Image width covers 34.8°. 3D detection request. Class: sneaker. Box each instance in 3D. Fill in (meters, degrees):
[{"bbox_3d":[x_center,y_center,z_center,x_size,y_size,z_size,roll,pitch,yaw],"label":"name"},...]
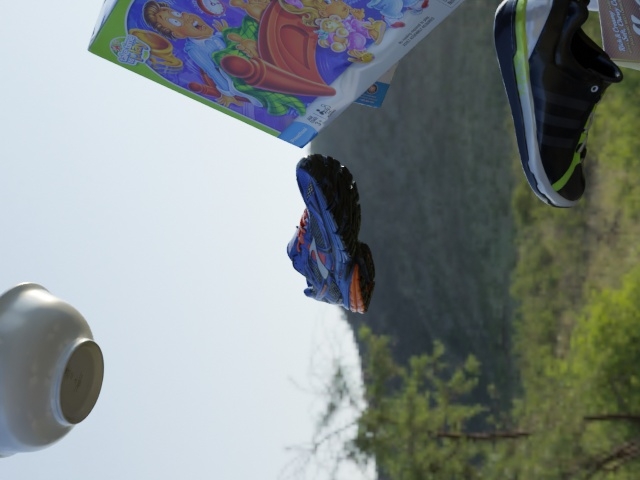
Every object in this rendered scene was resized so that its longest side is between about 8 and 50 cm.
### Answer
[{"bbox_3d":[0.000,0.000,1.114,0.083,0.087,0.221,-75,-22,-46],"label":"sneaker"},{"bbox_3d":[0.229,-0.126,0.936,0.234,0.097,0.084,65,-147,-35],"label":"sneaker"}]

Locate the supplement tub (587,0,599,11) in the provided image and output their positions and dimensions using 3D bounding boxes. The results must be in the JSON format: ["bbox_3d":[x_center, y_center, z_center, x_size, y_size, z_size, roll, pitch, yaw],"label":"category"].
[{"bbox_3d":[0.498,-0.570,1.722,0.316,0.228,0.228,-63,-23,-27],"label":"supplement tub"}]

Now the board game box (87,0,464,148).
[{"bbox_3d":[-0.026,-0.228,0.866,0.347,0.233,0.078,-37,37,52],"label":"board game box"}]

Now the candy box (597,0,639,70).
[{"bbox_3d":[0.454,-0.356,1.324,0.087,0.183,0.316,-48,-42,-22],"label":"candy box"}]

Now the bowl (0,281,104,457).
[{"bbox_3d":[-0.452,0.224,1.695,0.298,0.134,0.297,7,-90,-74],"label":"bowl"}]

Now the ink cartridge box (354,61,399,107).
[{"bbox_3d":[0.058,-0.315,1.578,0.140,0.082,0.190,7,-67,-38],"label":"ink cartridge box"}]
